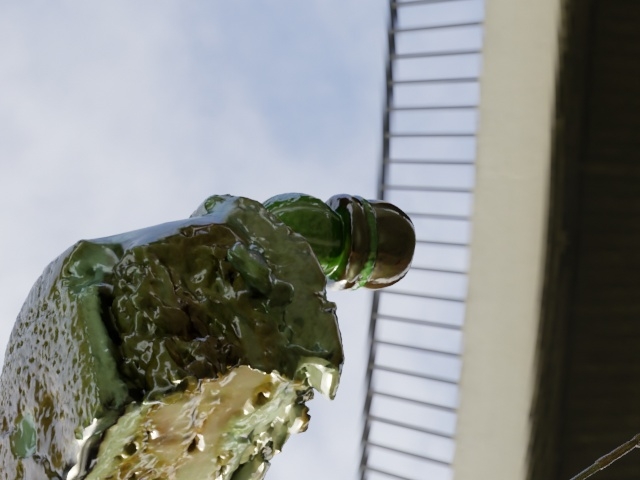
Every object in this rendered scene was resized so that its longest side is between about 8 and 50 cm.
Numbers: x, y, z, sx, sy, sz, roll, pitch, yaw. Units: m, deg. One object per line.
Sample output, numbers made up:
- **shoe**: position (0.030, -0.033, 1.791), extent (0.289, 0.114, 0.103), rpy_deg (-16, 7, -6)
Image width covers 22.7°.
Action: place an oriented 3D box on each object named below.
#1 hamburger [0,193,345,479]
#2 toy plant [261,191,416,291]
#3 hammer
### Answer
- **hamburger**: position (-0.112, 0.086, 1.062), extent (0.168, 0.288, 0.192), rpy_deg (9, -132, -28)
- **toy plant**: position (0.000, 0.000, 1.455), extent (0.162, 0.093, 0.093), rpy_deg (5, -90, -24)
- **hammer**: position (0.159, 0.147, 0.985), extent (0.123, 0.029, 0.014), rpy_deg (-27, -114, -29)
